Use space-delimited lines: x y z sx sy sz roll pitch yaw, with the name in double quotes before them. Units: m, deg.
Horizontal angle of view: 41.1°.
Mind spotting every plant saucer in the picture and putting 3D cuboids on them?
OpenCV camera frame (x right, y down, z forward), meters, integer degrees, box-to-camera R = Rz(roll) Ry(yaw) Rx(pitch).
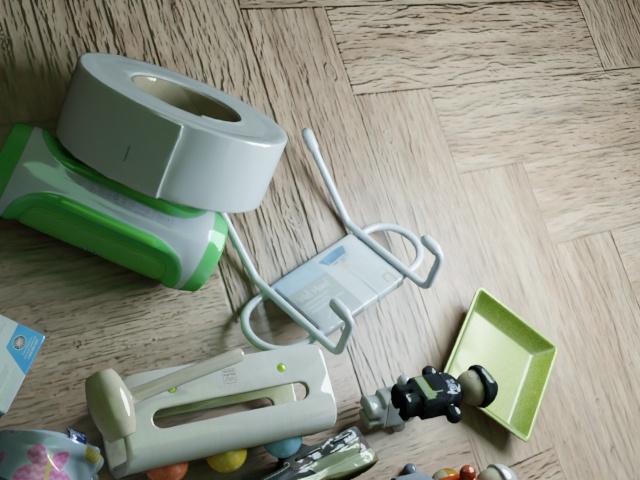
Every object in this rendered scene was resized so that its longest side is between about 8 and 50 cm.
"plant saucer" 0.285 0.203 1.394 0.188 0.045 0.188 37 59 -14

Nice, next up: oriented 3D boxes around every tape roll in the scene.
"tape roll" -0.190 -0.142 1.105 0.286 0.286 0.100 17 109 -24

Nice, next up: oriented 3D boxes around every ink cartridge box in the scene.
"ink cartridge box" -0.432 0.123 0.994 0.181 0.061 0.104 30 60 -18

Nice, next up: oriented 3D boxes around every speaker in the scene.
"speaker" -0.274 -0.039 1.105 0.296 0.131 0.131 25 62 -20

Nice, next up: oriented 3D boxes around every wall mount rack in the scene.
"wall mount rack" 0.000 0.000 1.259 0.304 0.130 0.350 40 51 23

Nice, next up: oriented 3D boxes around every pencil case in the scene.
"pencil case" -0.332 0.345 0.943 0.124 0.113 0.273 39 53 -43

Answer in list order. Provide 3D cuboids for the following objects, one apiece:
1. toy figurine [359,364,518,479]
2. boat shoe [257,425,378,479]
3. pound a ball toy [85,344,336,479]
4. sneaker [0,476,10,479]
"toy figurine" 0.163 0.284 1.194 0.148 0.209 0.213 -8 76 -21
"boat shoe" -0.027 0.311 1.160 0.223 0.080 0.073 -12 59 -31
"pound a ball toy" -0.133 0.216 1.039 0.319 0.208 0.136 -7 75 -28
"sneaker" -0.374 0.259 0.840 0.295 0.147 0.105 20 69 22
